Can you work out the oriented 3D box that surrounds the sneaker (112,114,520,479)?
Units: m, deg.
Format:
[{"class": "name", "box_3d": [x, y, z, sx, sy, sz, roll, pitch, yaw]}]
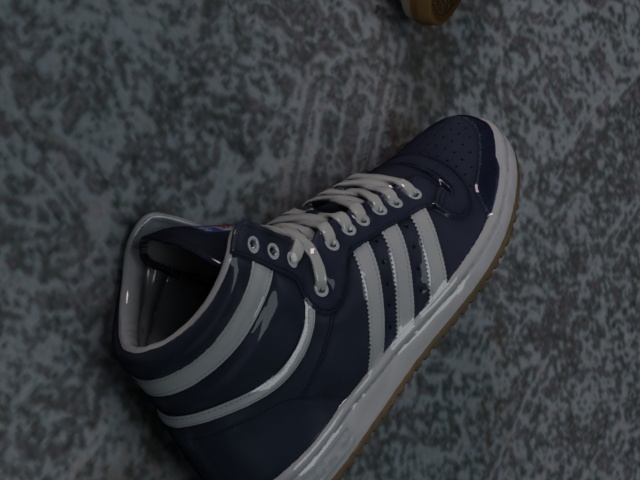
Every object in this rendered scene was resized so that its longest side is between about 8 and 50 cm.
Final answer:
[{"class": "sneaker", "box_3d": [0.000, 0.000, 0.862, 0.153, 0.099, 0.282, 52, 59, -30]}]

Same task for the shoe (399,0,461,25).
[{"class": "shoe", "box_3d": [0.069, -0.237, 0.976, 0.076, 0.058, 0.219, 21, 76, -61]}]
